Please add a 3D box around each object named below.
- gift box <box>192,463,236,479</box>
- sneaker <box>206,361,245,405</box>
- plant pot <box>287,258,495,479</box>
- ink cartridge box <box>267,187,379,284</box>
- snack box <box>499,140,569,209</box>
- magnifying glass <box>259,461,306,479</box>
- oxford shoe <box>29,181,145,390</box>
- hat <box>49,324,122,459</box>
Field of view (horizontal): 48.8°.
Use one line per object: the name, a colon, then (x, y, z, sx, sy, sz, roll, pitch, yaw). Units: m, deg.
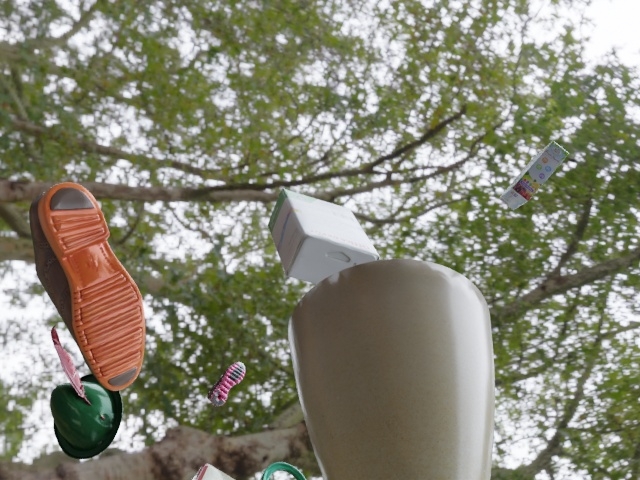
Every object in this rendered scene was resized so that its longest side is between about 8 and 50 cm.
gift box: (-0.096, 0.359, 0.557, 0.258, 0.276, 0.255, 34, -80, -4)
sneaker: (-0.227, 0.336, 1.671, 0.119, 0.047, 0.057, -50, -159, -26)
plant pot: (0.090, 0.207, 0.794, 0.256, 0.256, 0.274, -47, -152, 32)
ink cartridge box: (0.000, 0.000, 1.312, 0.093, 0.154, 0.212, -66, -157, 18)
snack box: (0.352, -0.105, 1.173, 0.037, 0.141, 0.100, 39, -89, 6)
magnifying glass: (-0.020, 0.505, 1.300, 0.231, 0.092, 0.026, 45, -50, 7)
oxford shoe: (-0.410, 0.085, 1.230, 0.132, 0.130, 0.364, -14, -87, 44)
hat: (-0.527, 0.327, 1.432, 0.172, 0.183, 0.209, -32, -121, 4)
